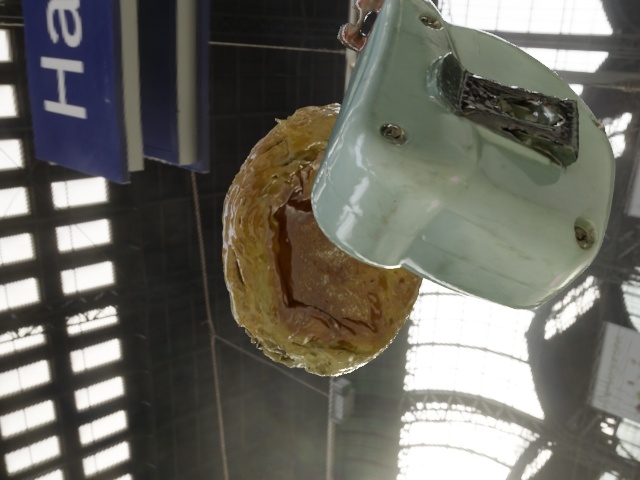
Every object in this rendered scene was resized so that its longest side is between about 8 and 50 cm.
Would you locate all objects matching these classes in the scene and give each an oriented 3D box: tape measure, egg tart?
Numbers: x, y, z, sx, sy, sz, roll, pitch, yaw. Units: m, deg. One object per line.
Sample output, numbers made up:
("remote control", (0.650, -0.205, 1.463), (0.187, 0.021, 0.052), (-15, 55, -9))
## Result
("tape measure", (0.115, -0.083, 0.505), (0.125, 0.246, 0.243), (117, 172, -49))
("egg tart", (0.000, 0.000, 0.824), (0.352, 0.150, 0.351), (-5, -83, -42))
